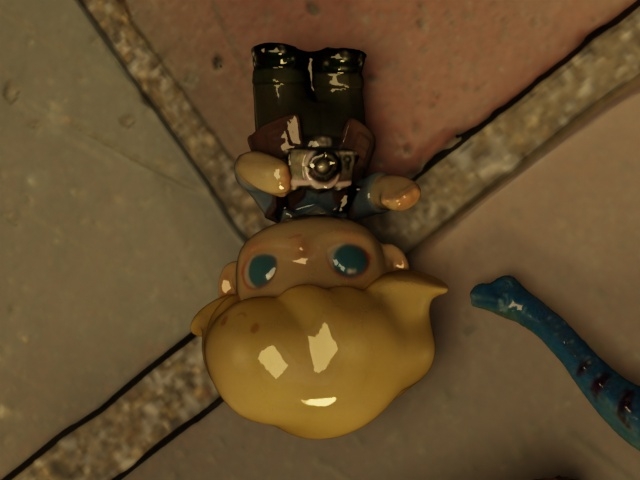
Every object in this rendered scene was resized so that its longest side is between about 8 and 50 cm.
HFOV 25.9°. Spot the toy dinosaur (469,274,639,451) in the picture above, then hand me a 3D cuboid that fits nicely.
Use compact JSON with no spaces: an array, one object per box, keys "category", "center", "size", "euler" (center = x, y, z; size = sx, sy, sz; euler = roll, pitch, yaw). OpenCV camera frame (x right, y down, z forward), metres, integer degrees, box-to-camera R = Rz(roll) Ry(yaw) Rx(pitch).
[{"category":"toy dinosaur","center":[0.222,0.100,0.643],"size":[0.329,0.076,0.144],"euler":[4,88,25]}]

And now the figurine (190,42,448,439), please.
[{"category":"figurine","center":[0.000,0.000,0.698],"size":[0.114,0.108,0.196],"euler":[4,87,-18]}]

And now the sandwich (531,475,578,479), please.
[{"category":"sandwich","center":[0.021,0.267,0.679],"size":[0.288,0.099,0.254],"euler":[-21,63,18]}]
